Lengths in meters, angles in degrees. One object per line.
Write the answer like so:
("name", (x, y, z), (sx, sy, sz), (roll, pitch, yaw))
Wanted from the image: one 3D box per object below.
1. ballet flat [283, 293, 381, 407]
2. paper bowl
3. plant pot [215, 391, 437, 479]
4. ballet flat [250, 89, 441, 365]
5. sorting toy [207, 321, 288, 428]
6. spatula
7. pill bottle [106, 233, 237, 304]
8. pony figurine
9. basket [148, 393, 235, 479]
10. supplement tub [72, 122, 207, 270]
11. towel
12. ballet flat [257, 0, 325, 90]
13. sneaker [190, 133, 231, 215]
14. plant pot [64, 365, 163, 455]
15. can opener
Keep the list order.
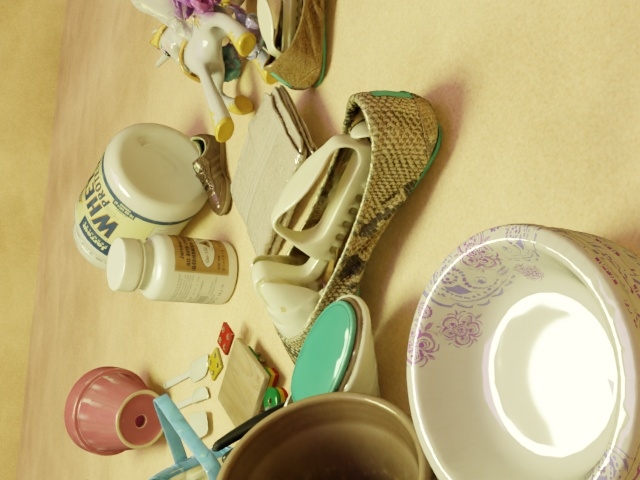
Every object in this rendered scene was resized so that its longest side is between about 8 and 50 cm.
("ballet flat", (0.008, 0.256, 1.080), (0.139, 0.139, 0.400), (45, 117, 51))
("paper bowl", (0.226, 0.130, 0.738), (0.284, 0.148, 0.285), (-18, 69, 55))
("plant pot", (0.026, 0.354, 0.916), (0.263, 0.263, 0.229), (40, 153, 53))
("ballet flat", (0.000, 0.000, 1.087), (0.164, 0.182, 0.483), (54, 128, 46))
("sorting toy", (-0.130, 0.260, 1.367), (0.274, 0.046, 0.132), (41, 119, 52))
("spatula", (-0.292, 0.352, 1.632), (0.242, 0.019, 0.168), (-33, 58, 50))
("pill bottle", (-0.290, 0.055, 1.489), (0.131, 0.229, 0.131), (-15, 71, 55))
("pony figurine", (-0.222, -0.424, 1.480), (0.363, 0.302, 0.351), (47, 133, 32))
("basket", (-0.193, 0.420, 1.264), (0.254, 0.201, 0.289), (34, 144, 54))
("supplement tub", (-0.408, -0.084, 1.696), (0.325, 0.235, 0.236), (-42, 51, 46))
("towel", (-0.090, -0.113, 1.337), (0.187, 0.049, 0.282), (65, 145, 36))
("ballet flat", (-0.048, -0.431, 1.299), (0.116, 0.124, 0.343), (2, 86, 57))
("sneaker", (-0.235, -0.137, 1.586), (0.066, 0.071, 0.189), (-42, 50, 46))
("plant pot", (-0.449, 0.393, 1.723), (0.180, 0.201, 0.202), (-3, 81, 46))
("can opener", (-0.086, 0.287, 1.178), (0.059, 0.186, 0.073), (37, 136, 41))
